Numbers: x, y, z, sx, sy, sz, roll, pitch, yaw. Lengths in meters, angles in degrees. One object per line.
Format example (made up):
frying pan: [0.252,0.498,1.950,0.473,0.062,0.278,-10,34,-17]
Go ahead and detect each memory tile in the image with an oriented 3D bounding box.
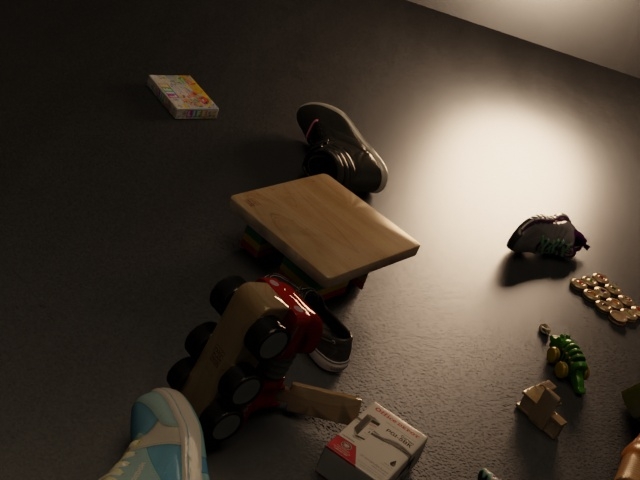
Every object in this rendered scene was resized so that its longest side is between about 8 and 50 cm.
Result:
memory tile: [0.586,0.117,1.947,0.113,0.012,0.148,-8,41,-37]

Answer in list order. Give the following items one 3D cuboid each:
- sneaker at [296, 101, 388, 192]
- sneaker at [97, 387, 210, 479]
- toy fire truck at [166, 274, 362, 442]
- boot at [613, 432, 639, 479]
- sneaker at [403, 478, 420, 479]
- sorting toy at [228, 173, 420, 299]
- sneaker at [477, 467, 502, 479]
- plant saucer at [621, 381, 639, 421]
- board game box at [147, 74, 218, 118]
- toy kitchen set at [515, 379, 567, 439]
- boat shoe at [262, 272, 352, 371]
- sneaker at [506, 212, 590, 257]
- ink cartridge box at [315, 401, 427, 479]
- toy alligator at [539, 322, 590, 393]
sneaker: [0.006,-0.205,2.040,0.147,0.104,0.296,-5,43,-43]
sneaker: [-0.242,0.291,1.119,0.208,0.127,0.319,6,33,-23]
toy fire truck: [-0.051,0.176,1.337,0.246,0.217,0.158,6,30,-48]
boot: [0.597,0.389,1.444,0.295,0.104,0.211,31,33,25]
sneaker: [0.077,0.381,1.213,0.221,0.083,0.087,-24,64,-41]
sorting toy: [0.000,0.000,1.736,0.257,0.089,0.255,39,36,29]
sneaker: [0.273,0.365,1.372,0.069,0.038,0.098,-6,49,-37]
plant saucer: [0.603,0.292,1.573,0.188,0.188,0.045,23,74,7]
board game box: [-0.306,-0.320,2.126,0.103,0.026,0.154,-7,40,-35]
toy kitchen set: [0.380,0.262,1.556,0.075,0.068,0.083,-12,44,-41]
boat shoe: [-0.022,0.114,1.557,0.080,0.076,0.228,-5,39,-35]
sneaker: [0.487,-0.002,2.015,0.223,0.083,0.098,-14,50,-43]
ink cartridge box: [0.073,0.299,1.342,0.099,0.056,0.135,31,34,20]
toy alligator: [0.437,0.194,1.708,0.056,0.051,0.190,9,33,-17]
